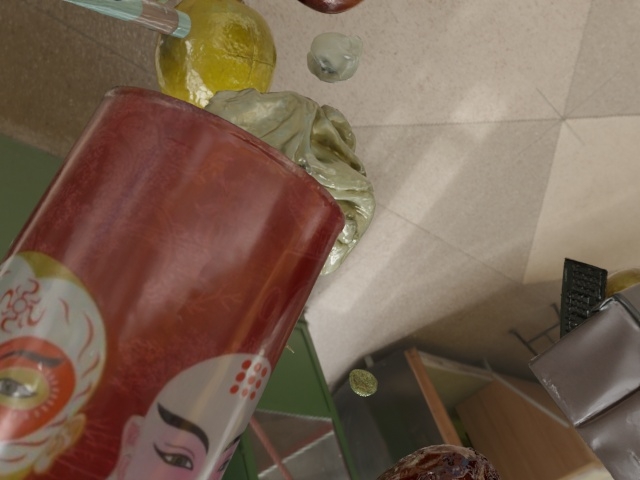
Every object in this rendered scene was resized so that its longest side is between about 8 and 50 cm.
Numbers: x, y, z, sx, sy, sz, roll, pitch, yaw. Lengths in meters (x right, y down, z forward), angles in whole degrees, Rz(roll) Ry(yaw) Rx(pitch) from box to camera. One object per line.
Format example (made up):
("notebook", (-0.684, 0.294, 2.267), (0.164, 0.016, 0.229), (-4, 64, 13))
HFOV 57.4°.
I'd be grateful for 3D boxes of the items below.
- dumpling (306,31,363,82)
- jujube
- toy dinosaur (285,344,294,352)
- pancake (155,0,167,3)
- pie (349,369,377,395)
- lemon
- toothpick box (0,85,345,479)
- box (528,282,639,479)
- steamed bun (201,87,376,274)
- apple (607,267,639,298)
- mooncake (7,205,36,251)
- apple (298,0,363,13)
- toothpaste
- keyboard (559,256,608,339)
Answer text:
("dumpling", (0.032, -0.493, 1.568), (0.176, 0.150, 0.092), (14, 161, 14))
("jujube", (0.186, 0.442, 0.968), (0.243, 0.183, 0.183), (-35, 141, 23))
("toy dinosaur", (-0.130, 0.150, 1.097), (0.039, 0.162, 0.126), (-55, 146, -7))
("pancake", (-0.483, -0.647, 1.426), (0.254, 0.253, 0.037), (-7, 153, -18))
("pie", (0.112, 0.374, 1.533), (0.084, 0.084, 0.021), (2, 131, -27))
("lemon", (-0.242, -0.412, 1.353), (0.297, 0.297, 0.297), (-13, 142, -10))
("toothpick box", (-0.141, 0.089, 0.405), (0.204, 0.204, 0.333), (41, 72, -50))
("box", (0.403, 0.155, 0.699), (0.252, 0.188, 0.153), (-9, 146, -47))
("steamed bun", (-0.035, -0.148, 1.097), (0.237, 0.394, 0.347), (-44, -166, -23))
("apple", (0.542, 0.130, 0.969), (0.182, 0.182, 0.155), (6, 108, -31))
("mooncake", (-0.328, 0.088, 0.758), (0.187, 0.351, 0.351), (25, 127, -16))
("apple", (0.020, -0.550, 1.114), (0.218, 0.218, 0.201), (18, 134, -40))
("toothpaste", (-0.241, -0.286, 0.708), (0.036, 0.056, 0.205), (-38, 164, 28))
("keyboard", (0.410, 0.154, 0.919), (0.017, 0.087, 0.250), (-12, 107, -23))
